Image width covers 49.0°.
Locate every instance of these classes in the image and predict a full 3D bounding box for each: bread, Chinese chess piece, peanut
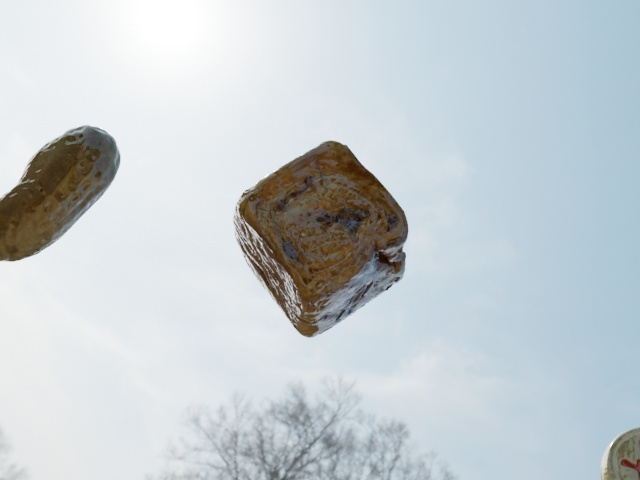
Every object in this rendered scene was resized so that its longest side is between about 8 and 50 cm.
[{"bbox_3d":[0.000,0.000,0.743,0.158,0.149,0.143,54,-21,23],"label":"bread"},{"bbox_3d":[0.391,0.277,0.816,0.122,0.122,0.051,27,-32,32],"label":"Chinese chess piece"},{"bbox_3d":[-0.358,-0.062,0.929,0.108,0.226,0.095,24,-21,36],"label":"peanut"}]
